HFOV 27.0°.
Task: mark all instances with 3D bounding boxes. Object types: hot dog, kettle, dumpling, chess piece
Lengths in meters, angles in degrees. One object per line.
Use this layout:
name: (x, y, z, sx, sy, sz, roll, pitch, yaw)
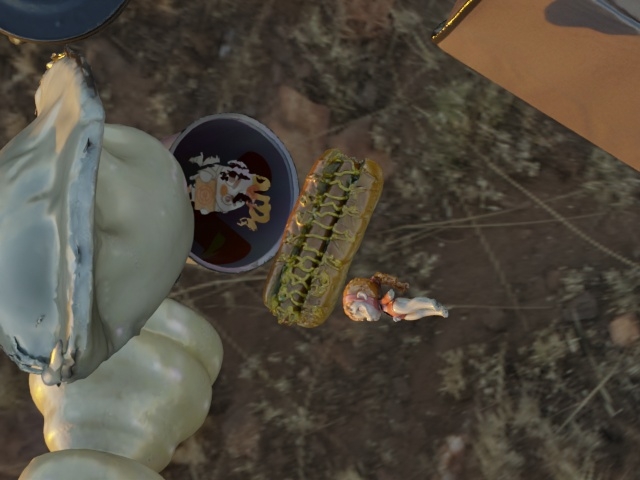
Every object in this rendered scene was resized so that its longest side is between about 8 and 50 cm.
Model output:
hot dog: (0.000, 0.000, 1.178, 0.071, 0.045, 0.165, 21, 84, 19)
kettle: (-0.315, -0.391, 1.667, 0.228, 0.324, 0.321, 27, 92, -9)
dumpling: (-0.141, -0.024, 0.773, 0.142, 0.247, 0.172, -4, 115, -16)
chess piece: (-0.187, 0.199, 1.112, 0.167, 0.167, 0.299, -12, 47, 24)

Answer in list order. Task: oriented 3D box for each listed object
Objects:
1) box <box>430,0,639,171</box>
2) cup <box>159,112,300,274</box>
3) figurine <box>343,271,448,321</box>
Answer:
box: (0.263, -0.206, 1.196, 0.252, 0.188, 0.153, 30, 64, -9)
cup: (-0.184, -0.052, 1.722, 0.288, 0.203, 0.203, -2, 90, 55)
figurine: (0.071, 0.057, 1.256, 0.109, 0.064, 0.047, 5, 68, 37)
